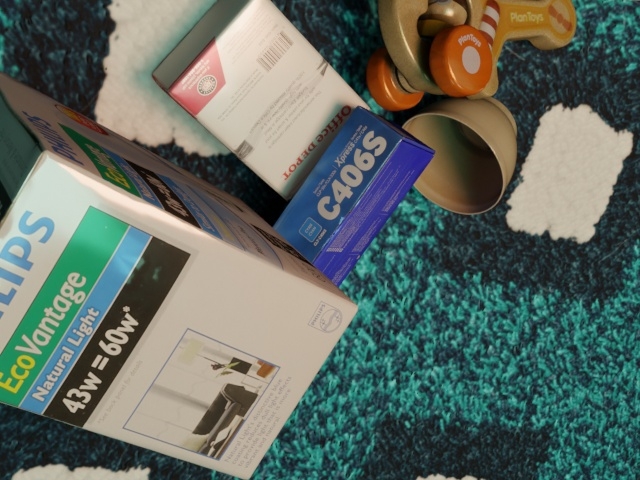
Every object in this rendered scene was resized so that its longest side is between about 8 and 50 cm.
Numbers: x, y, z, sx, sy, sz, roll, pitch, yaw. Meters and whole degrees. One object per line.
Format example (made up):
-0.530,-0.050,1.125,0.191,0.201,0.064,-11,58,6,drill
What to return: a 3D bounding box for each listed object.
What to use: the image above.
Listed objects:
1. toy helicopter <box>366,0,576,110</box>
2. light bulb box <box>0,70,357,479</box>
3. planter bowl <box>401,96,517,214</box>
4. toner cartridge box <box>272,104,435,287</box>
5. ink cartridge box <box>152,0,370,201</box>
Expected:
0.208,-0.300,1.178,0.355,0.140,0.235,-12,95,-39,toy helicopter
-0.222,0.026,0.968,0.361,0.358,0.225,29,96,-35,light bulb box
0.199,-0.131,1.243,0.109,0.162,0.162,-47,130,-34,planter bowl
0.000,0.000,1.170,0.348,0.075,0.165,-54,162,11,toner cartridge box
-0.068,-0.177,1.111,0.158,0.092,0.218,-48,123,0,ink cartridge box
